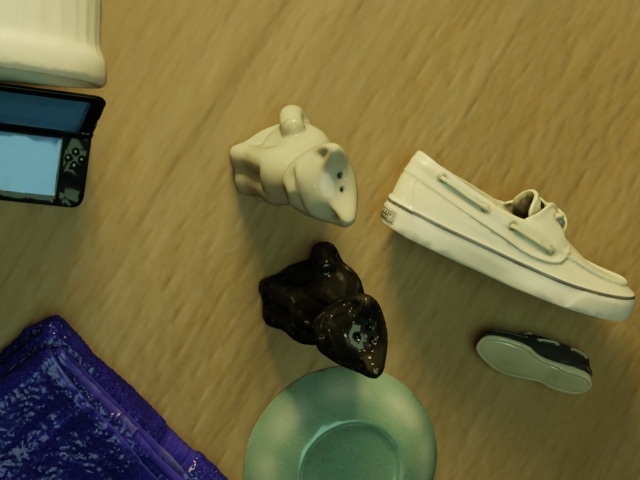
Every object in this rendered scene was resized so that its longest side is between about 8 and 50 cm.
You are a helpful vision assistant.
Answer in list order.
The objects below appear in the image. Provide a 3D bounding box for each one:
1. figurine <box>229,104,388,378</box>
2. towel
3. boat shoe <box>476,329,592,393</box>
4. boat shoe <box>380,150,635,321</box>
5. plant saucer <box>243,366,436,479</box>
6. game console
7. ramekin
[{"bbox_3d":[0.000,0.000,1.411,0.092,0.209,0.215,-15,104,-13],"label":"figurine"},{"bbox_3d":[-0.216,0.244,1.469,0.227,0.076,0.308,-44,109,-5],"label":"towel"},{"bbox_3d":[0.209,0.111,1.584,0.125,0.038,0.046,19,137,-13],"label":"boat shoe"},{"bbox_3d":[0.189,-0.005,1.530,0.267,0.096,0.088,24,98,-11],"label":"boat shoe"},{"bbox_3d":[0.025,0.218,1.554,0.195,0.037,0.195,-3,103,-15],"label":"plant saucer"},{"bbox_3d":[-0.254,-0.081,1.395,0.122,0.071,0.107,7,99,-17],"label":"game console"},{"bbox_3d":[-0.297,-0.200,1.259,0.277,0.277,0.135,6,92,-17],"label":"ramekin"}]
